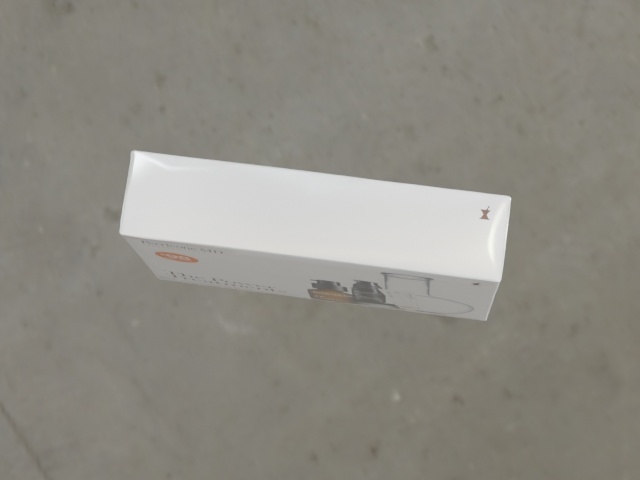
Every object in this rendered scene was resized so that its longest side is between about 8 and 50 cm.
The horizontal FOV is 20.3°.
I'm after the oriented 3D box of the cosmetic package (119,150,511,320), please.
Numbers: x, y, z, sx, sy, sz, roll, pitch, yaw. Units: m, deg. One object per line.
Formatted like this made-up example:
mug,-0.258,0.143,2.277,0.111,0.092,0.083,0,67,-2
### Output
cosmetic package,0.000,0.000,1.863,0.377,0.097,0.284,7,168,4
